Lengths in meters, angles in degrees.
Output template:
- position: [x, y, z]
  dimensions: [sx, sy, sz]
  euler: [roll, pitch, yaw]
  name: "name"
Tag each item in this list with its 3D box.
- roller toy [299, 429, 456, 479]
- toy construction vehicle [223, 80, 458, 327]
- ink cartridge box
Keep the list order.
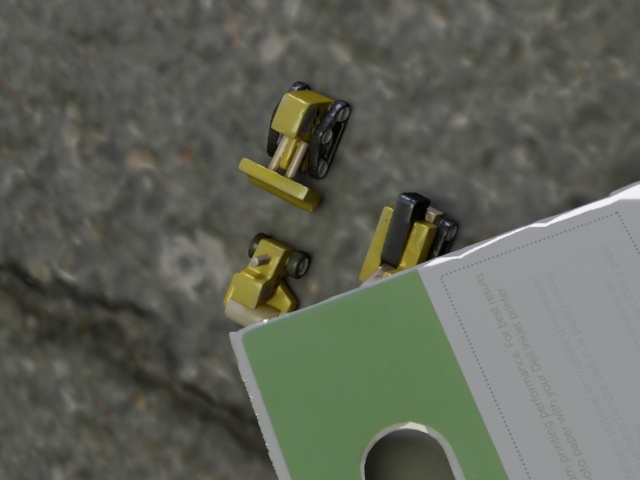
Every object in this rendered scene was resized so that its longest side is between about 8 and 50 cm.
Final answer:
- position: [0.014, 0.150, 0.463]
  dimensions: [0.146, 0.191, 0.209]
  euler: [48, 111, 18]
  name: "roller toy"
- position: [0.000, 0.000, 0.551]
  dimensions: [0.086, 0.035, 0.098]
  euler: [30, 105, 23]
  name: "toy construction vehicle"
- position: [0.113, 0.063, 0.404]
  dimensions: [0.235, 0.056, 0.171]
  euler: [-22, 61, -1]
  name: "ink cartridge box"
